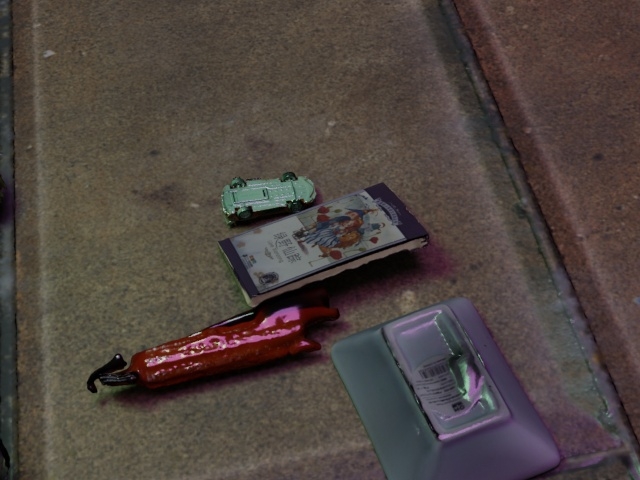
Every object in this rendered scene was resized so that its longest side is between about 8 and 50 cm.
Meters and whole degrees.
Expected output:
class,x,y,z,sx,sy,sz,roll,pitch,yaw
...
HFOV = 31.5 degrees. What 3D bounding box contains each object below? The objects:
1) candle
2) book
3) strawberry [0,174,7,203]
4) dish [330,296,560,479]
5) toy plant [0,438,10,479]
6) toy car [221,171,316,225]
class,x,y,z,sx,sy,sz,roll,pitch,yaw
candle,-0.122,0.121,1.306,0.301,0.059,0.084,-15,38,-9
book,0.000,-0.001,1.380,0.231,0.026,0.157,-19,31,-10
strawberry,-0.498,-0.059,1.482,0.187,0.082,0.147,1,45,15
dish,0.130,0.159,1.233,0.181,0.080,0.243,-19,52,-10
toy plant,-0.491,0.168,1.207,0.247,0.247,0.332,-28,49,-17
toy car,-0.067,-0.055,1.460,0.121,0.035,0.059,-7,49,-11
